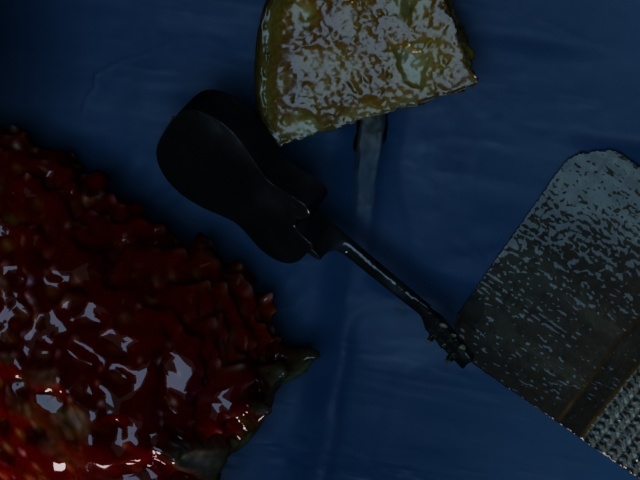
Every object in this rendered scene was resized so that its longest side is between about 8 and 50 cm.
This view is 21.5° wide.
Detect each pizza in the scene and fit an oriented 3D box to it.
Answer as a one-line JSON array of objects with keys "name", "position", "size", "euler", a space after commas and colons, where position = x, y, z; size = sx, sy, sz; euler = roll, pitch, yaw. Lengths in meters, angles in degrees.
[{"name": "pizza", "position": [0.030, -0.122, 0.994], "size": [0.134, 0.046, 0.175], "euler": [36, 108, 0]}]

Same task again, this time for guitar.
[{"name": "guitar", "position": [0.000, 0.000, 1.018], "size": [0.233, 0.025, 0.088], "euler": [40, 146, -1]}]

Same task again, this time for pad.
[{"name": "pad", "position": [0.174, 0.137, 1.037], "size": [0.250, 0.055, 0.323], "euler": [33, 91, -1]}]

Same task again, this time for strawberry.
[{"name": "strawberry", "position": [-0.179, 0.073, 1.041], "size": [0.306, 0.138, 0.233], "euler": [34, 110, -2]}]
